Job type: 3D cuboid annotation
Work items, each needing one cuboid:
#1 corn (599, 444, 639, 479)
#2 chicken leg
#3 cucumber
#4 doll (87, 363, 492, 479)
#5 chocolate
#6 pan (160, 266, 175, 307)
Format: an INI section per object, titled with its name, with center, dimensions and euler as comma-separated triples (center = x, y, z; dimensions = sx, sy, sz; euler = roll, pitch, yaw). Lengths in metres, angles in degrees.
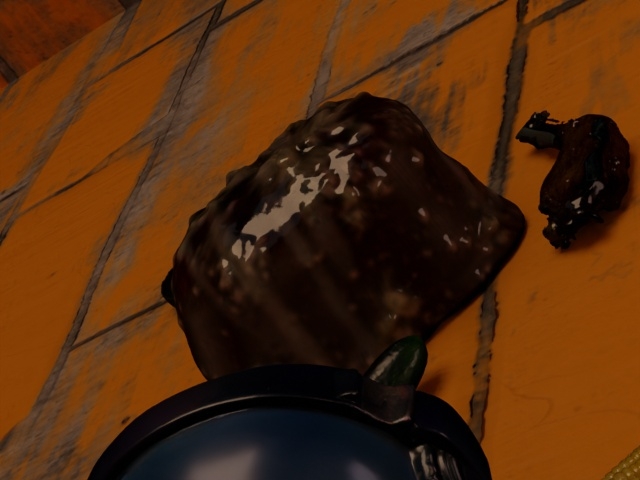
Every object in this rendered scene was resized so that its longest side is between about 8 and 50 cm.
[corn]
center = 0.248, 0.148, 1.025
dimensions = 0.206, 0.067, 0.067
euler = -40, 23, -8
[chicken leg]
center = 0.241, -0.076, 1.467
dimensions = 0.106, 0.051, 0.253
euler = -38, 20, 16
[cucumber]
center = 0.005, 0.194, 1.316
dimensions = 0.284, 0.056, 0.056
euler = -51, 26, -15
[doll]
center = -0.008, 0.220, 0.966
dimensions = 0.284, 0.310, 0.240
euler = -32, 22, 15
[chocolate]
center = 0.000, 0.000, 1.477
dimensions = 0.340, 0.210, 0.225
euler = -37, 26, 4
[pan]
center = -0.128, 0.050, 1.782
dimensions = 0.115, 0.040, 0.212
euler = -37, 16, 2
